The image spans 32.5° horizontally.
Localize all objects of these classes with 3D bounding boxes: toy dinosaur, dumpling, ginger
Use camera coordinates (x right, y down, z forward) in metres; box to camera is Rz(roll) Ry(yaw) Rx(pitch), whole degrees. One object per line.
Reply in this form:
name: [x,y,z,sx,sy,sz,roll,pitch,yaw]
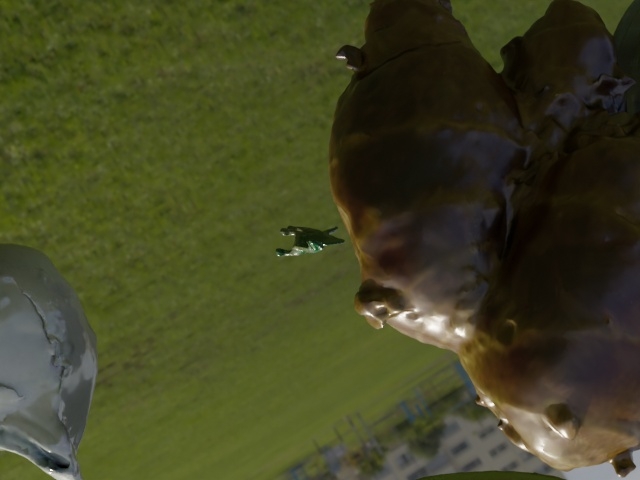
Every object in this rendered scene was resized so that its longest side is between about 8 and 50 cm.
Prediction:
toy dinosaur: [0.000,0.000,1.101,0.060,0.029,0.119,4,-174,26]
dumpling: [-0.181,0.060,0.623,0.108,0.188,0.127,-37,179,-4]
ginger: [0.141,-0.033,0.770,0.274,0.357,0.152,-49,158,4]

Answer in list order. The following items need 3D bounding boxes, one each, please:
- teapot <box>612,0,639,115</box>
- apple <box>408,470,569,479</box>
teapot: [0.411,-0.144,0.986,0.239,0.239,0.322,46,60,-43]
apple: [0.179,0.397,1.071,0.374,0.384,0.374,-51,-161,26]
